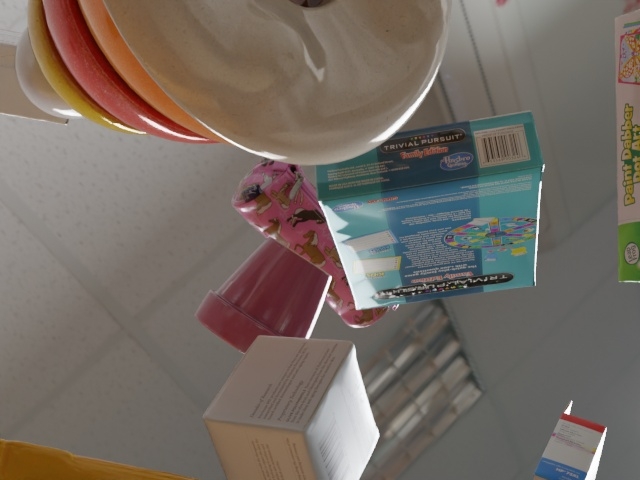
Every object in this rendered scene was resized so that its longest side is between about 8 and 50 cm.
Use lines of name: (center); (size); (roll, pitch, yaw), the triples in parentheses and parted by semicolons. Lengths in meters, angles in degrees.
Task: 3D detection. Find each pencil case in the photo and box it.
pencil case: (0.000, 0.000, 1.965); (0.160, 0.167, 0.386); (-41, -71, 3)

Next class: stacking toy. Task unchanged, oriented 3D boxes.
stacking toy: (-0.155, -0.204, 0.905); (0.351, 0.480, 0.350); (9, -104, -41)

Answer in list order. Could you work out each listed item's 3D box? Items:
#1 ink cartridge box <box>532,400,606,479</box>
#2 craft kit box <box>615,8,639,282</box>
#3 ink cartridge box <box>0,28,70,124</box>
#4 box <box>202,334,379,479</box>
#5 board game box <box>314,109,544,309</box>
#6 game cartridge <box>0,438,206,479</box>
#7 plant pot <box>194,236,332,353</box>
ink cartridge box: (0.401, 0.377, 1.624); (0.231, 0.078, 0.134); (-41, -39, -54)
craft kit box: (0.389, -0.083, 0.943); (0.250, 0.061, 0.246); (1, -95, -26)
ink cartridge box: (-0.437, -0.246, 1.463); (0.172, 0.237, 0.100); (9, -77, -11)
box: (-0.019, 0.142, 0.759); (0.102, 0.087, 0.101); (-57, -41, -48)
board game box: (0.144, -0.024, 1.268); (0.254, 0.079, 0.336); (-8, -27, 6)
game cartridge: (-0.239, 0.345, 0.935); (0.324, 0.053, 0.285); (20, -116, -31)
plant pot: (-0.080, 0.102, 1.670); (0.180, 0.201, 0.201); (-58, -37, -3)
